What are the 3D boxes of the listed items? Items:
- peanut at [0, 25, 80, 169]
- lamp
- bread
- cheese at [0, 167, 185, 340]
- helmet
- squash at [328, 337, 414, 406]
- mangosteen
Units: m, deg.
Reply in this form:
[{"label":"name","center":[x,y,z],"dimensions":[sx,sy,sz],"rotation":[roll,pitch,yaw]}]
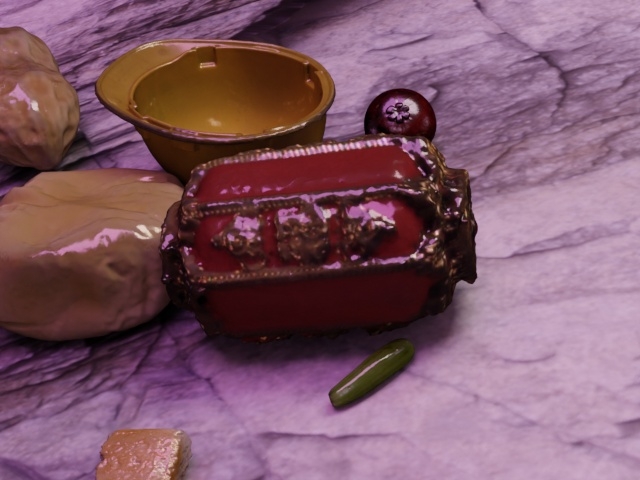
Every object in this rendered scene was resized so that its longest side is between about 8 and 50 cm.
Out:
[{"label":"peanut","center":[-0.395,-0.189,1.341],"dimensions":[0.152,0.152,0.313],"rotation":[-22,37,-12]},{"label":"lamp","center":[0.000,0.000,0.913],"dimensions":[0.274,0.177,0.177],"rotation":[-8,35,12]},{"label":"bread","center":[-0.140,0.185,0.813],"dimensions":[0.070,0.035,0.083],"rotation":[-6,42,12]},{"label":"cheese","center":[-0.228,0.002,1.042],"dimensions":[0.226,0.117,0.214],"rotation":[-9,31,-1]},{"label":"helmet","center":[-0.105,-0.114,1.128],"dimensions":[0.257,0.140,0.205],"rotation":[12,40,21]},{"label":"squash","center":[0.043,0.109,0.863],"dimensions":[0.089,0.027,0.027],"rotation":[-35,40,-25]},{"label":"mangosteen","center":[0.086,-0.125,1.140],"dimensions":[0.081,0.081,0.081],"rotation":[-10,35,7]}]
